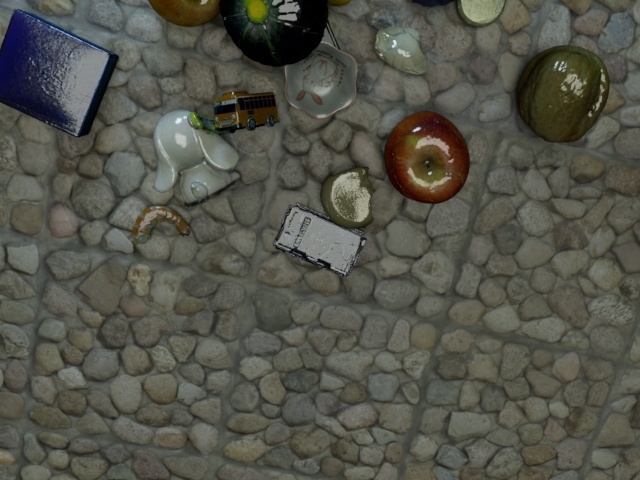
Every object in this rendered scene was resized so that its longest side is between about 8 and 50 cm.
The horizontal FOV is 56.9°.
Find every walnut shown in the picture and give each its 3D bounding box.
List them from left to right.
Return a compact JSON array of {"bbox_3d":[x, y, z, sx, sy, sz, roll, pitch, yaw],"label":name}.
[{"bbox_3d":[0.707,-0.429,1.735,0.282,0.227,0.283,15,114,37],"label":"walnut"}]

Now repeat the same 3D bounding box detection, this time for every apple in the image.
[{"bbox_3d":[-0.371,-0.710,1.629,0.236,0.207,0.237,-12,122,-20],"label":"apple"},{"bbox_3d":[0.318,-0.245,1.775,0.272,0.206,0.251,43,109,-9],"label":"apple"}]

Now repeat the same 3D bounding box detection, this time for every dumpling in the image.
[{"bbox_3d":[0.251,-0.572,1.750,0.169,0.100,0.134,22,66,13],"label":"dumpling"}]

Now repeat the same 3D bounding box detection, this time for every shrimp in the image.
[{"bbox_3d":[-0.505,-0.029,1.870,0.166,0.049,0.161,27,100,-17],"label":"shrimp"}]

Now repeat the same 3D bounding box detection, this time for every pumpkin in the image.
[{"bbox_3d":[-0.106,-0.624,1.601,0.295,0.296,0.296,-1,104,-3],"label":"pumpkin"}]

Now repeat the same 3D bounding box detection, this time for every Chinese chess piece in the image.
[{"bbox_3d":[0.471,-0.703,1.737,0.143,0.058,0.144,0,105,-1],"label":"Chinese chess piece"}]

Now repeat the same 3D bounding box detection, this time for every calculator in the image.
[{"bbox_3d":[0.000,0.000,1.908,0.273,0.028,0.166,23,102,-8],"label":"calculator"}]

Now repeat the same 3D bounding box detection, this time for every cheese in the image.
[{"bbox_3d":[0.093,-0.126,1.849,0.175,0.091,0.203,-20,106,2],"label":"cheese"}]

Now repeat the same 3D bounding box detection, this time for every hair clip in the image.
[{"bbox_3d":[-0.317,-0.332,1.681,0.033,0.188,0.060,-40,74,27],"label":"hair clip"}]

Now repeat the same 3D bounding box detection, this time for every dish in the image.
[{"bbox_3d":[-0.001,-0.481,1.751,0.229,0.081,0.230,-3,119,-6],"label":"dish"}]

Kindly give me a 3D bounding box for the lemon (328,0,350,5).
[{"bbox_3d":[0.030,-0.761,1.645,0.170,0.170,0.207,-38,103,7],"label":"lemon"}]

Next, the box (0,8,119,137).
[{"bbox_3d":[-0.771,-0.477,1.705,0.278,0.116,0.262,24,101,-11],"label":"box"}]

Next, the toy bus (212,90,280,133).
[{"bbox_3d":[-0.215,-0.373,1.705,0.098,0.201,0.114,-1,104,33],"label":"toy bus"}]

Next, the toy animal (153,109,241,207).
[{"bbox_3d":[-0.388,-0.231,1.753,0.249,0.174,0.289,-45,103,7],"label":"toy animal"}]

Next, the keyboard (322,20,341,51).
[{"bbox_3d":[-0.054,-0.700,1.726,0.103,0.041,0.381,-24,111,3],"label":"keyboard"}]

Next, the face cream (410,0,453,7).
[{"bbox_3d":[0.313,-0.785,1.604,0.248,0.225,0.249,1,97,9],"label":"face cream"}]
